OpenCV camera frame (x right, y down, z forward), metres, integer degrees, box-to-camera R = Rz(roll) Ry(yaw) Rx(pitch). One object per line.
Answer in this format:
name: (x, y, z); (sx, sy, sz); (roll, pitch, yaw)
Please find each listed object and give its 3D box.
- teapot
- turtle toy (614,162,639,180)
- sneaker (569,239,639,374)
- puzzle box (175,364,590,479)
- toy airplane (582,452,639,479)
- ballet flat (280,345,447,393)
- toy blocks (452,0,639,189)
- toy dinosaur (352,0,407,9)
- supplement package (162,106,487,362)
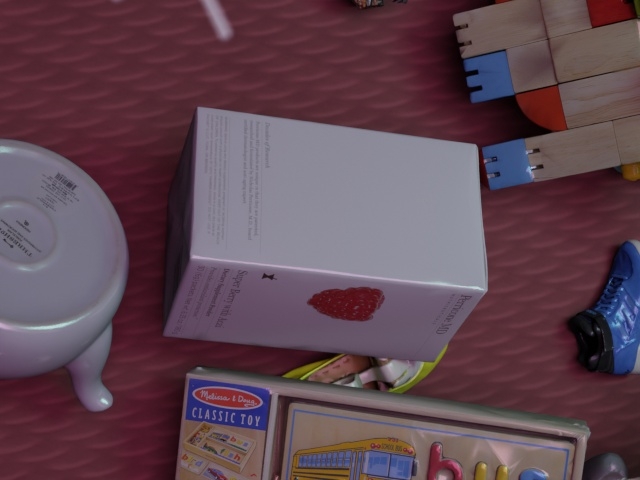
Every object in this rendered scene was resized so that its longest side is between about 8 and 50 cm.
teapot: (-0.324, 0.035, 1.475); (0.252, 0.187, 0.256); (-1, 61, -31)
turtle toy: (0.374, -0.114, 1.693); (0.130, 0.066, 0.095); (-4, 86, -14)
sneaker: (0.322, 0.074, 1.679); (0.084, 0.058, 0.152); (1, 94, -22)
puzzle box: (0.052, 0.286, 1.523); (0.409, 0.052, 0.272); (7, 96, 8)
toy airplane: (0.452, 0.269, 1.597); (0.386, 0.272, 0.384); (36, 113, -23)
ballet flat: (0.044, 0.145, 1.603); (0.231, 0.077, 0.077); (-23, 94, -13)
toy blocks: (0.265, -0.217, 1.596); (0.261, 0.191, 0.381); (-10, 94, 23)
toy dinosaur: (0.075, -0.415, 1.599); (0.218, 0.164, 0.322); (-5, 111, 3)
supplement package: (0.000, 0.000, 1.519); (0.293, 0.177, 0.175); (6, 60, -12)
